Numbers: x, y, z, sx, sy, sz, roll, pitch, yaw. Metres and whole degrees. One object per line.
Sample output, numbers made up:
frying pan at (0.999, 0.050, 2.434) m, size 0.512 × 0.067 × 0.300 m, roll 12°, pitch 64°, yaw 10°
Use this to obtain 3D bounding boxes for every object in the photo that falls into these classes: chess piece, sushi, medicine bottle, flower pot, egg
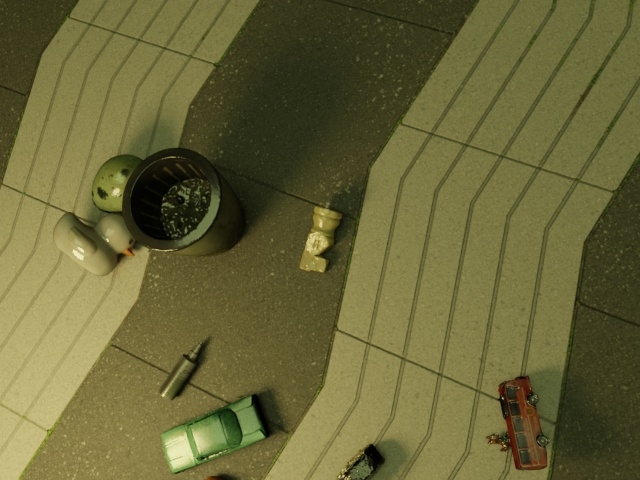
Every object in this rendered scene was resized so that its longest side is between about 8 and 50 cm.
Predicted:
chess piece at (0.000, 0.000, 1.734) m, size 0.090 × 0.090 × 0.201 m, roll 17°, pitch 94°, yaw 15°
sushi at (0.107, 0.637, 1.575) m, size 0.150 × 0.090 × 0.078 m, roll -47°, pitch 70°, yaw 2°
medicine bottle at (-0.421, 0.395, 1.750) m, size 0.057 × 0.057 × 0.199 m, roll 33°, pitch 87°, yaw 16°
flower pot at (-0.372, -0.086, 1.693) m, size 0.293 × 0.330 × 0.294 m, roll -3°, pitch 79°, yaw 13°
egg at (-0.648, -0.178, 1.849) m, size 0.228 × 0.177 × 0.177 m, roll -34°, pitch 74°, yaw 14°

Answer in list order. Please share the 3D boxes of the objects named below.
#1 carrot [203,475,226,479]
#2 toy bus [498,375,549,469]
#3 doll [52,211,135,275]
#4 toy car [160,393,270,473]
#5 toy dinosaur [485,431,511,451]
carrot at (-0.246, 0.750, 1.640) m, size 0.225 × 0.067 × 0.067 m, roll 25°, pitch 85°, yaw 14°
toy bus at (0.535, 0.479, 1.496) m, size 0.096 × 0.074 × 0.235 m, roll -6°, pitch 61°, yaw 1°
doll at (-0.714, -0.010, 1.827) m, size 0.251 × 0.221 × 0.221 m, roll 37°, pitch 88°, yaw -11°
toy car at (-0.317, 0.569, 1.672) m, size 0.320 × 0.097 × 0.142 m, roll -24°, pitch 75°, yaw 6°
toy dinosaur at (0.522, 0.543, 1.526) m, size 0.154 × 0.049 × 0.055 m, roll 0°, pitch 70°, yaw 9°
